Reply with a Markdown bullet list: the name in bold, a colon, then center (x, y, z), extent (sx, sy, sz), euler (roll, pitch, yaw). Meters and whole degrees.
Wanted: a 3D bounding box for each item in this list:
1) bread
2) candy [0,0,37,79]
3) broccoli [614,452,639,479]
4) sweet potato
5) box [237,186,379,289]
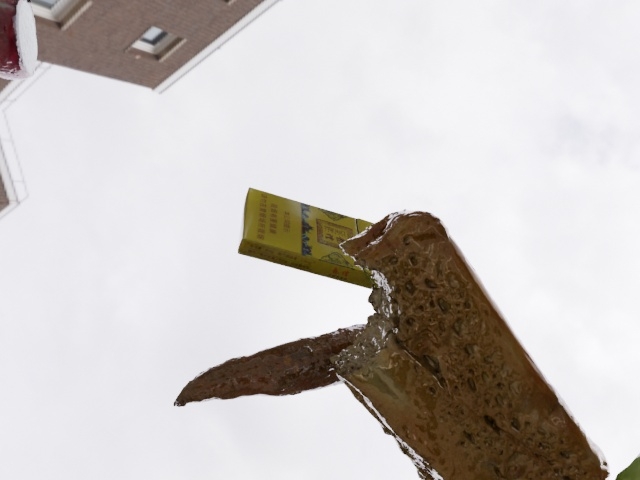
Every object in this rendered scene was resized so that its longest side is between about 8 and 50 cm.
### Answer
- **bread**: center (0.135, 0.153, 0.557), extent (0.185, 0.109, 0.380), euler (-37, -78, 1)
- **candy**: center (-0.364, -0.242, 0.626), extent (0.043, 0.103, 0.103), euler (0, -86, -13)
- **broccoli**: center (0.148, 0.306, 0.164), extent (0.274, 0.397, 0.353), euler (-23, -94, 49)
- **sweet potato**: center (-0.004, 0.134, 0.590), extent (0.072, 0.314, 0.066), euler (114, -37, -54)
- **box**: center (-0.001, 0.000, 0.917), extent (0.278, 0.153, 0.041), euler (15, -55, -14)
